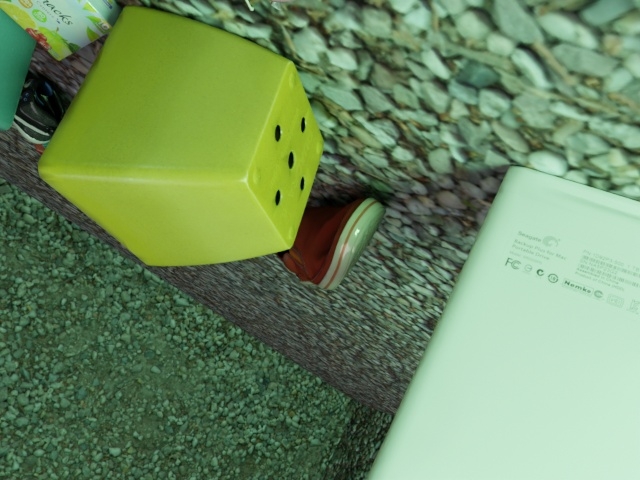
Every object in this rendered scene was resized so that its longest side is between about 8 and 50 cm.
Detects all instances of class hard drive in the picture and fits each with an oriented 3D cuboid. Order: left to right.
[{"bbox_3d":[0.193,0.099,0.446,0.203,0.308,0.040,22,162,22],"label":"hard drive"}]

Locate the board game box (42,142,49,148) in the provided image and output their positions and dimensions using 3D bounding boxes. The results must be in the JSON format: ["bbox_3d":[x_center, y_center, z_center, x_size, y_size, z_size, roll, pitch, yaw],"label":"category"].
[{"bbox_3d":[-0.315,-0.104,1.043,0.336,0.079,0.254,16,158,35],"label":"board game box"}]

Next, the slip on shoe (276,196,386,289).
[{"bbox_3d":[0.000,0.000,0.800,0.101,0.123,0.331,36,166,-7],"label":"slip on shoe"}]

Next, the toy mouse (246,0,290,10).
[{"bbox_3d":[-0.060,-0.215,0.431,0.161,0.031,0.143,29,162,-1],"label":"toy mouse"}]

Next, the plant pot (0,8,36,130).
[{"bbox_3d":[-0.492,-0.249,0.647,0.165,0.166,0.234,6,170,34],"label":"plant pot"}]

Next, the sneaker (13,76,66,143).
[{"bbox_3d":[-0.517,-0.268,0.941,0.121,0.079,0.217,-14,130,42],"label":"sneaker"}]

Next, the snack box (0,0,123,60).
[{"bbox_3d":[-0.295,-0.268,0.586,0.100,0.037,0.141,-14,140,30],"label":"snack box"}]

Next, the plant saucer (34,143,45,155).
[{"bbox_3d":[-0.516,-0.144,1.297,0.258,0.048,0.259,20,159,26],"label":"plant saucer"}]

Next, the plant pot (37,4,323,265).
[{"bbox_3d":[-0.114,-0.094,0.593,0.187,0.212,0.212,8,156,20],"label":"plant pot"}]
